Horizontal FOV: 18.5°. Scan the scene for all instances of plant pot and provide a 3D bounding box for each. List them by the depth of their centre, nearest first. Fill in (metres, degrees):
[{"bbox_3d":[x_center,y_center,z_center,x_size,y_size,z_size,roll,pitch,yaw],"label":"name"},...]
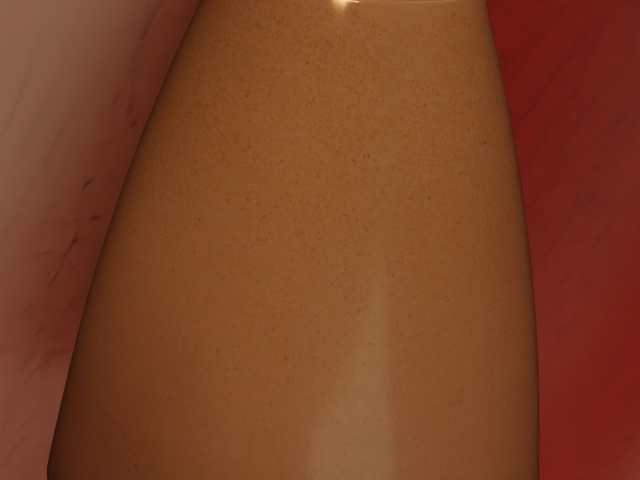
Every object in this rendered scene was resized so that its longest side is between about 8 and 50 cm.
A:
[{"bbox_3d":[0.000,0.000,0.979,0.257,0.256,0.274,-3,111,-25],"label":"plant pot"}]
